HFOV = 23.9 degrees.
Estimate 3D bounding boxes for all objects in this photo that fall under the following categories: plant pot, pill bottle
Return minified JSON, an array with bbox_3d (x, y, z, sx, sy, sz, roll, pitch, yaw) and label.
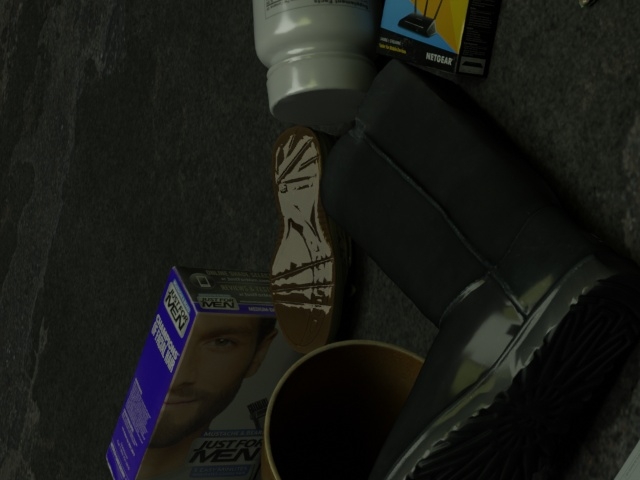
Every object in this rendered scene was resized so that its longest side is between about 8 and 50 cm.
[{"bbox_3d":[0.032,0.275,1.686,0.254,0.237,0.237,111,150,-56],"label":"plant pot"},{"bbox_3d":[-0.005,-0.295,1.855,0.160,0.160,0.283,-27,63,57],"label":"pill bottle"}]

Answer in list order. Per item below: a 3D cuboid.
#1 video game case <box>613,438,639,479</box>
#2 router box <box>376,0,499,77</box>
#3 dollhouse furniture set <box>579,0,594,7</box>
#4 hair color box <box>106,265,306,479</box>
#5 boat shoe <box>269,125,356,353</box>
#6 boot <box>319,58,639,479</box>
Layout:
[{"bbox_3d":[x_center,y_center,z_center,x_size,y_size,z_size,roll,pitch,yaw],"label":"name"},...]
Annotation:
[{"bbox_3d":[0.340,0.265,1.267,0.269,0.061,0.244,-66,34,32],"label":"video game case"},{"bbox_3d":[0.134,-0.264,1.719,0.179,0.046,0.133,26,109,59],"label":"router box"},{"bbox_3d":[0.287,-0.305,1.476,0.152,0.058,0.076,106,147,-59],"label":"dollhouse furniture set"},{"bbox_3d":[-0.148,0.200,2.021,0.110,0.185,0.339,57,134,47],"label":"hair color box"},{"bbox_3d":[0.000,0.000,1.903,0.104,0.089,0.285,-1,88,35],"label":"boat shoe"},{"bbox_3d":[0.099,0.051,1.574,0.367,0.146,0.445,-48,43,9],"label":"boot"}]
